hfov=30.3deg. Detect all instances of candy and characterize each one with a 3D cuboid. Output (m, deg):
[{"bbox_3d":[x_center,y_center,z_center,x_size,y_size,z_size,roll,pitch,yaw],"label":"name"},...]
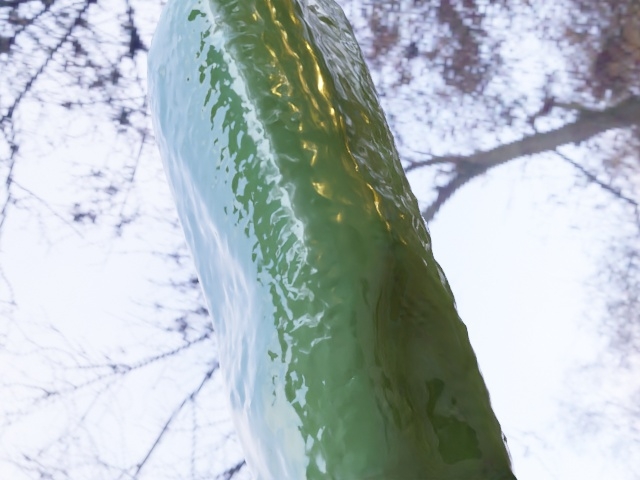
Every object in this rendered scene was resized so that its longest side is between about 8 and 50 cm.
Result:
[{"bbox_3d":[0.000,0.000,0.615,0.132,0.343,0.142,4,-39,-33],"label":"candy"}]
